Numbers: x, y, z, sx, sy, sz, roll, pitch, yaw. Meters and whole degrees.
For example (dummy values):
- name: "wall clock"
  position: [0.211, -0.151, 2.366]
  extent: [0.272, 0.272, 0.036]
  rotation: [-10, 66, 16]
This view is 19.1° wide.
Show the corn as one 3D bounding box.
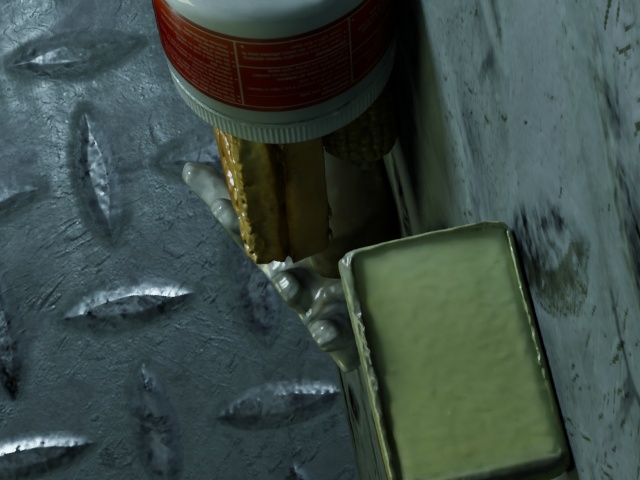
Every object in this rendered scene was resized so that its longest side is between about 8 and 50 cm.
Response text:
- name: "corn"
  position: [0.022, -0.172, 1.738]
  extent: [0.080, 0.080, 0.238]
  rotation: [-108, 6, -62]

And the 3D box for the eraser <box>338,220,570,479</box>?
- name: "eraser"
  position: [0.085, 0.082, 1.237]
  extent: [0.058, 0.117, 0.172]
  rotation: [90, 168, -73]

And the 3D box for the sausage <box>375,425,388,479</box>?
- name: "sausage"
  position: [0.103, 0.242, 1.878]
  extent: [0.076, 0.076, 0.198]
  rotation: [-115, 12, -75]

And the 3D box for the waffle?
- name: "waffle"
  position: [-0.064, -0.163, 1.758]
  extent: [0.224, 0.098, 0.328]
  rotation: [82, 176, -58]

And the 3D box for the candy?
- name: "candy"
  position: [0.013, -0.077, 2.031]
  extent: [0.104, 0.102, 0.234]
  rotation: [84, 171, -58]

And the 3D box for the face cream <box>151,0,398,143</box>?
- name: "face cream"
  position: [-0.037, -0.208, 1.542]
  extent: [0.187, 0.201, 0.201]
  rotation: [84, 173, -62]

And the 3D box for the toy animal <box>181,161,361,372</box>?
- name: "toy animal"
  position: [0.000, 0.000, 2.373]
  extent: [0.266, 0.188, 0.308]
  rotation: [56, 176, -27]
